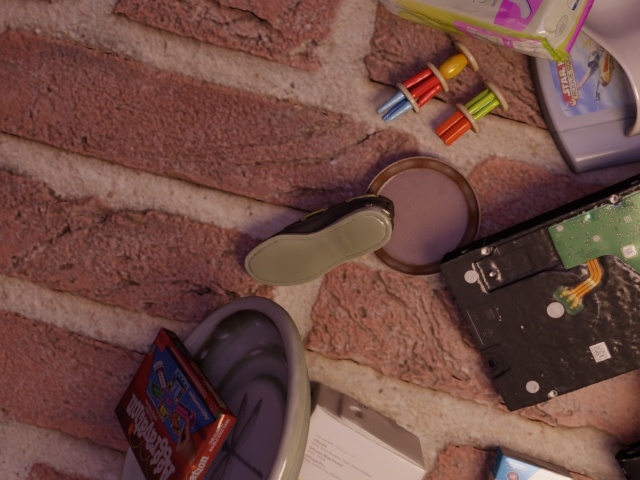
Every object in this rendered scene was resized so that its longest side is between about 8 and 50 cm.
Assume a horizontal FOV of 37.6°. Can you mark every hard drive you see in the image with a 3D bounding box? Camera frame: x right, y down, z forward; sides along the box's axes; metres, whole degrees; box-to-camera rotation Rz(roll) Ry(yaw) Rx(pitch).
[{"bbox_3d":[0.359,0.064,1.241,0.339,0.064,0.236,-24,99,20],"label":"hard drive"}]

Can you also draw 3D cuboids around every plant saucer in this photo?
[{"bbox_3d":[0.139,-0.033,1.321,0.169,0.029,0.168,0,92,3],"label":"plant saucer"},{"bbox_3d":[-0.119,0.271,1.204,0.101,0.400,0.400,28,94,-29],"label":"plant saucer"}]

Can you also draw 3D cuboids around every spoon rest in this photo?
[{"bbox_3d":[0.391,-0.275,1.220,0.137,0.084,0.276,-20,91,4],"label":"spoon rest"}]

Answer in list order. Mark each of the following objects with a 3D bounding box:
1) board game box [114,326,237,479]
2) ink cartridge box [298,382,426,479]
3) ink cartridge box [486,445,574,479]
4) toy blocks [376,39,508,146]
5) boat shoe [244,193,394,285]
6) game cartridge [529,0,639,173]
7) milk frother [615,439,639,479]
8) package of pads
[{"bbox_3d":[-0.199,0.230,1.237,0.027,0.281,0.145,27,94,-29],"label":"board game box"},{"bbox_3d":[0.012,0.342,1.267,0.168,0.171,0.232,30,93,1],"label":"ink cartridge box"},{"bbox_3d":[0.271,0.392,1.308,0.104,0.060,0.180,19,92,2],"label":"ink cartridge box"},{"bbox_3d":[0.166,-0.186,1.302,0.148,0.054,0.123,-36,89,4],"label":"toy blocks"},{"bbox_3d":[0.000,0.000,1.303,0.228,0.068,0.081,-19,114,24],"label":"boat shoe"},{"bbox_3d":[0.391,-0.249,1.288,0.198,0.062,0.297,-12,91,0],"label":"game cartridge"},{"bbox_3d":[0.487,0.322,1.259,0.143,0.129,0.134,-23,86,10],"label":"milk frother"},{"bbox_3d":[0.224,-0.372,1.215,0.297,0.101,0.229,28,93,34],"label":"package of pads"}]
